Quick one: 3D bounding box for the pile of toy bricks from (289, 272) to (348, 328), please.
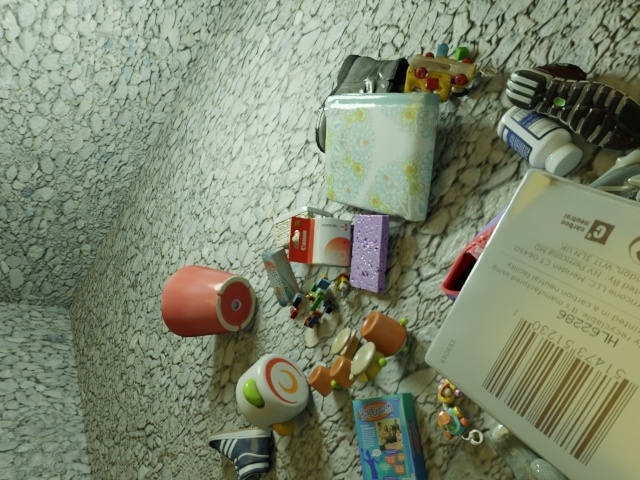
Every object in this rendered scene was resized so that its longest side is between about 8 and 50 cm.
[{"bbox_3d":[-0.008,0.159,1.288,0.212,0.118,0.105,-56,14,29],"label":"pile of toy bricks"}]

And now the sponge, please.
[{"bbox_3d":[0.135,0.032,1.184,0.117,0.031,0.209,9,97,54],"label":"sponge"}]

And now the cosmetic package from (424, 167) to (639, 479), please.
[{"bbox_3d":[0.441,0.140,0.626,0.329,0.394,0.327,34,103,45],"label":"cosmetic package"}]

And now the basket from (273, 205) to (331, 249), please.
[{"bbox_3d":[-0.058,-0.033,1.377,0.167,0.113,0.103,-18,70,41],"label":"basket"}]

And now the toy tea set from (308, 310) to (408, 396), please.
[{"bbox_3d":[0.106,0.317,1.113,0.336,0.124,0.200,-43,15,50],"label":"toy tea set"}]

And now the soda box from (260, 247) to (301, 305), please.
[{"bbox_3d":[-0.124,0.117,1.368,0.058,0.063,0.183,-9,106,44],"label":"soda box"}]

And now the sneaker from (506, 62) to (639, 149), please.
[{"bbox_3d":[0.541,-0.296,0.863,0.281,0.163,0.106,39,144,24],"label":"sneaker"}]

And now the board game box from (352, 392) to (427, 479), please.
[{"bbox_3d":[0.165,0.492,1.041,0.160,0.047,0.210,-25,61,38],"label":"board game box"}]

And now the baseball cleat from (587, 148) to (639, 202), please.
[{"bbox_3d":[0.557,-0.079,0.810,0.206,0.072,0.109,-50,48,23],"label":"baseball cleat"}]

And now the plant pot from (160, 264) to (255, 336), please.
[{"bbox_3d":[-0.387,0.223,1.534,0.243,0.275,0.274,-2,76,33],"label":"plant pot"}]

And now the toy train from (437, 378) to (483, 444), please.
[{"bbox_3d":[0.304,0.348,0.925,0.125,0.046,0.166,-19,50,48],"label":"toy train"}]

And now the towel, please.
[{"bbox_3d":[0.152,-0.244,1.184,0.375,0.090,0.320,20,116,46],"label":"towel"}]

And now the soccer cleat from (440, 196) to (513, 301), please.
[{"bbox_3d":[0.382,0.009,0.922,0.318,0.116,0.108,-57,46,16],"label":"soccer cleat"}]

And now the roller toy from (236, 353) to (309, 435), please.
[{"bbox_3d":[-0.143,0.450,1.259,0.146,0.209,0.191,-45,15,26],"label":"roller toy"}]

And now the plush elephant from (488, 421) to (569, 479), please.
[{"bbox_3d":[0.333,0.523,0.716,0.330,0.255,0.271,42,108,43],"label":"plush elephant"}]

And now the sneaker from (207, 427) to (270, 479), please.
[{"bbox_3d":[-0.268,0.695,1.372,0.282,0.099,0.153,-25,59,34],"label":"sneaker"}]

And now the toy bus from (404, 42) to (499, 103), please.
[{"bbox_3d":[0.322,-0.417,1.118,0.104,0.191,0.202,88,160,-50],"label":"toy bus"}]

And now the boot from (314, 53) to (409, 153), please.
[{"bbox_3d":[0.124,-0.411,1.315,0.223,0.118,0.338,28,104,39],"label":"boot"}]

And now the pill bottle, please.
[{"bbox_3d":[0.472,-0.215,0.917,0.094,0.094,0.169,-48,50,24],"label":"pill bottle"}]

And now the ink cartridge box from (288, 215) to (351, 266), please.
[{"bbox_3d":[0.000,0.000,1.265,0.045,0.180,0.145,147,129,-68],"label":"ink cartridge box"}]
